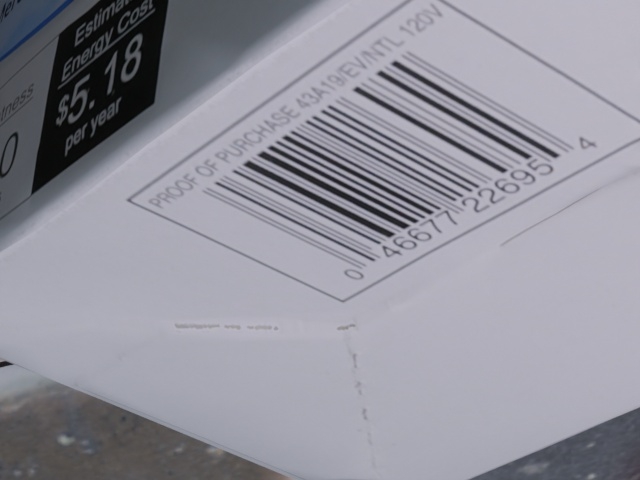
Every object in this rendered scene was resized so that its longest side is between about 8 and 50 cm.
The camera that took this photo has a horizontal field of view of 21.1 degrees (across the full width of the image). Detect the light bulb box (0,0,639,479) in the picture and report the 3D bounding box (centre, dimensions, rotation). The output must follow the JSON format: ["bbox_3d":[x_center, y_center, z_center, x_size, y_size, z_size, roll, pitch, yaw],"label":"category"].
[{"bbox_3d":[0.065,-0.143,0.617,0.225,0.361,0.358,27,141,-30],"label":"light bulb box"}]
